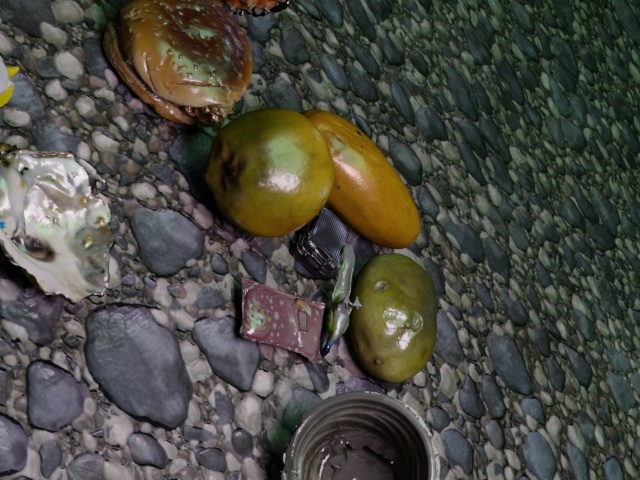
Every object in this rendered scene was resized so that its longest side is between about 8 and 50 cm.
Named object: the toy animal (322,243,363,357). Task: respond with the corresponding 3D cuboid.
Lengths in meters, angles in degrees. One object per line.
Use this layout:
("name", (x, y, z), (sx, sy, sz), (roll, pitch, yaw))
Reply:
("toy animal", (0.043, 0.094, 1.830), (0.041, 0.075, 0.216), (22, 65, -19))

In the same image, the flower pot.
("flower pot", (0.059, 0.353, 1.618), (0.236, 0.140, 0.235), (0, 65, 0))

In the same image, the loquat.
("loquat", (-0.065, -0.110, 1.770), (0.246, 0.213, 0.213), (2, 63, -44))

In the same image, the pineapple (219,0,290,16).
("pineapple", (-0.164, -0.522, 1.875), (0.262, 0.262, 0.272), (60, 20, 1))

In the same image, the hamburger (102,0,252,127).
("hamburger", (-0.230, -0.308, 1.788), (0.243, 0.146, 0.286), (3, 64, -42))

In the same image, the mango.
("mango", (0.068, -0.105, 1.979), (0.359, 0.144, 0.187), (45, 6, -25))

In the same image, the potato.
("potato", (0.131, 0.133, 1.894), (0.228, 0.149, 0.197), (-54, 133, -59))

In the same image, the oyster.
("oyster", (-0.376, -0.022, 1.454), (0.214, 0.083, 0.222), (16, 59, -40))

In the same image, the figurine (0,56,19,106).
("figurine", (-0.491, -0.241, 1.479), (0.178, 0.109, 0.129), (-20, 108, -54))

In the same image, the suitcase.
("suitcase", (0.000, 0.000, 1.908), (0.086, 0.059, 0.126), (44, 41, -20))

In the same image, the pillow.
("pillow", (-0.063, 0.132, 1.752), (0.185, 0.043, 0.118), (22, 53, -36))
